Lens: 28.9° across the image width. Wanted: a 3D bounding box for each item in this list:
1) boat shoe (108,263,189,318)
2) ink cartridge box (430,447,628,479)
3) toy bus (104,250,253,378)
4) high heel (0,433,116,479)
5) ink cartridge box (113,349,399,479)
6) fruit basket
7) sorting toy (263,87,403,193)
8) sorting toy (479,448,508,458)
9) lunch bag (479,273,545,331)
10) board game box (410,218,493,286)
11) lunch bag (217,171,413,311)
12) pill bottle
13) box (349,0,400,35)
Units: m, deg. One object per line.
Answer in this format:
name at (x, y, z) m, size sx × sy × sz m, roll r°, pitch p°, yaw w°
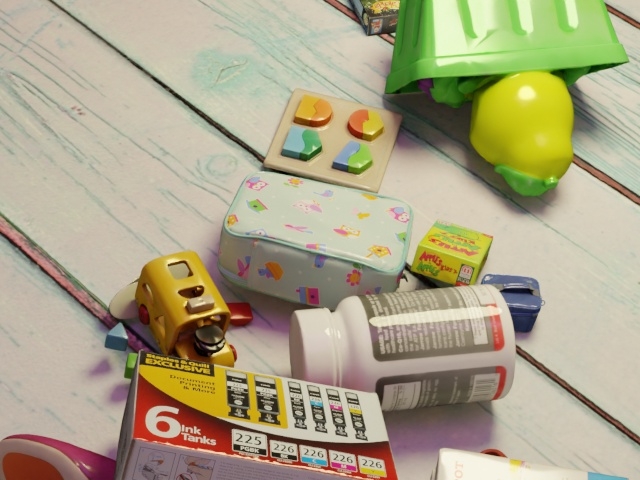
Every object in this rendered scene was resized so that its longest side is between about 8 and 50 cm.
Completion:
boat shoe at (-0.252, 0.071, 1.793) m, size 0.137 × 0.049 × 0.043 m, roll -36°, pitch 18°, yaw -29°
ink cartridge box at (0.236, 0.378, 1.484) m, size 0.233 × 0.168 × 0.171 m, roll 10°, pitch 47°, yaw 2°
toy bus at (-0.175, 0.110, 1.706) m, size 0.202 × 0.104 × 0.191 m, roll 21°, pitch 46°, yaw 0°
high heel at (-0.225, 0.327, 1.550) m, size 0.377 × 0.127 × 0.181 m, roll 26°, pitch 20°, yaw 23°
ink cartridge box at (-0.085, 0.243, 1.505) m, size 0.309 × 0.130 × 0.272 m, roll 12°, pitch 22°, yaw -11°
fruit basket at (0.312, -0.251, 2.059) m, size 0.392 × 0.283 × 0.392 m, roll 0°, pitch 91°, yaw -12°
sorting toy at (0.024, -0.172, 2.048) m, size 0.193 × 0.038 × 0.208 m, roll 14°, pitch 48°, yaw 7°
sorting toy at (0.205, 0.316, 1.630) m, size 0.102 × 0.042 × 0.061 m, roll -23°, pitch 38°, yaw -10°
lunch bag at (0.280, 0.089, 1.822) m, size 0.098 × 0.065 × 0.067 m, roll 4°, pitch 48°, yaw -3°
board game box at (0.197, 0.018, 1.832) m, size 0.092 × 0.043 × 0.181 m, roll 19°, pitch 16°, yaw 10°
lunch bag at (0.000, 0.000, 1.829) m, size 0.279 × 0.108 × 0.224 m, roll 14°, pitch 31°, yaw 2°
pill bottle at (0.107, 0.149, 1.683) m, size 0.283 × 0.161 × 0.161 m, roll -4°, pitch 48°, yaw -10°
box at (0.173, -0.462, 2.325) m, size 0.233 × 0.044 × 0.159 m, roll -10°, pitch 50°, yaw -15°
